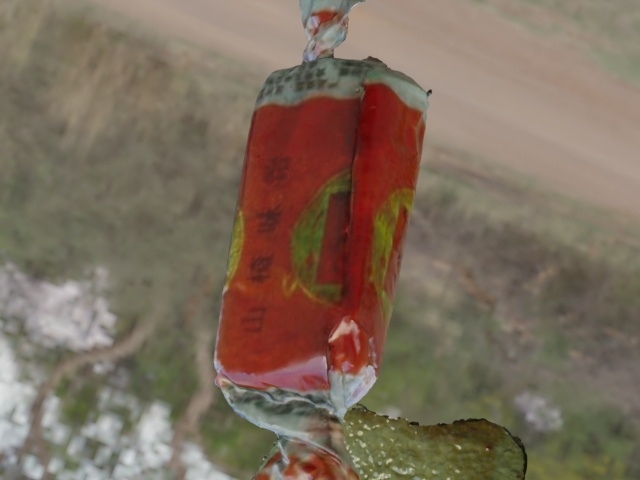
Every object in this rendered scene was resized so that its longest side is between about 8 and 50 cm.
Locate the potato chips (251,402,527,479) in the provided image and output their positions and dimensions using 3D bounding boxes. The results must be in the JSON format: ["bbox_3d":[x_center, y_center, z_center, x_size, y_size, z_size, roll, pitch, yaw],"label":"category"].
[{"bbox_3d":[0.031,0.164,1.223,0.142,0.209,0.026,58,178,25],"label":"potato chips"}]

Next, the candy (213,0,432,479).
[{"bbox_3d":[0.000,0.000,0.852,0.086,0.292,0.059,-6,156,32],"label":"candy"}]
